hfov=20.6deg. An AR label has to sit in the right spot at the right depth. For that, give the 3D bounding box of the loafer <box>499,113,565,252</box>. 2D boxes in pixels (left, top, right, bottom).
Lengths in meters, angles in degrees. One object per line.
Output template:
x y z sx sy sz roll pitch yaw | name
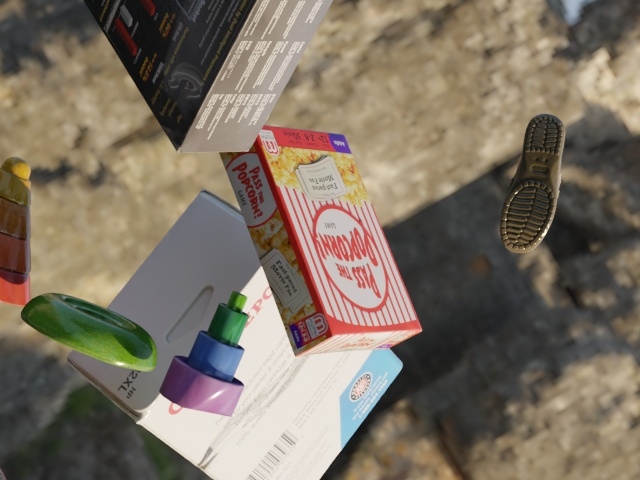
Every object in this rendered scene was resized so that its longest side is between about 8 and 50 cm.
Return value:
0.226 -0.058 1.837 0.056 0.148 0.050 18 5 11 | loafer

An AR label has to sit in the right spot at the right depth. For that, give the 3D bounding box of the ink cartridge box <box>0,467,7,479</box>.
-0.160 0.368 1.404 0.385 0.091 0.308 46 -41 36 | ink cartridge box

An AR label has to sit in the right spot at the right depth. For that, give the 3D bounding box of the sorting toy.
-0.202 0.027 1.559 0.365 0.126 0.127 25 3 29 | sorting toy

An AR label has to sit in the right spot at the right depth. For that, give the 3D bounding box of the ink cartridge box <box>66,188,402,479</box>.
-0.079 0.125 1.793 0.129 0.223 0.307 33 -9 37 | ink cartridge box

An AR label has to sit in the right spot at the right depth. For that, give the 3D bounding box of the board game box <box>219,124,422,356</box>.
0.000 0.000 1.498 0.146 0.045 0.193 0 65 -57 | board game box

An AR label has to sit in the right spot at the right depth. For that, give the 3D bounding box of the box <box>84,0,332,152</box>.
-0.074 -0.257 1.328 0.242 0.076 0.307 56 -48 31 | box
